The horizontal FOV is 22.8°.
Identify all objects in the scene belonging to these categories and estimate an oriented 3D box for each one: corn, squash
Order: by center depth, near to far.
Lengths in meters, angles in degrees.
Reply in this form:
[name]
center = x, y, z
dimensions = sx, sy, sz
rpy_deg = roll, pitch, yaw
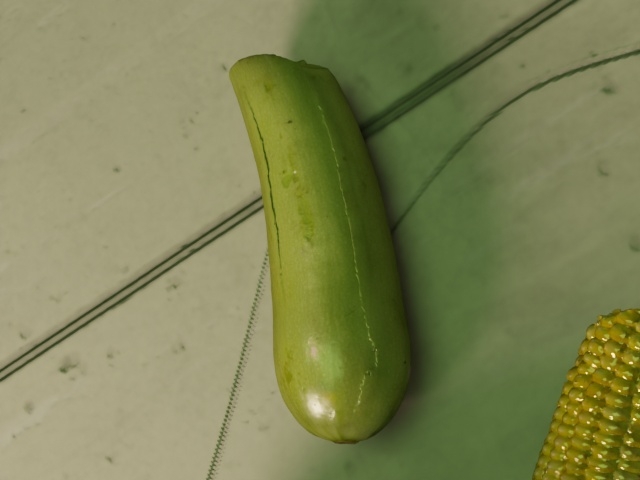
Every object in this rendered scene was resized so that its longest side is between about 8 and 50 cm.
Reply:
[corn]
center = 0.145, 0.157, 0.843
dimensions = 0.081, 0.081, 0.249
rpy_deg = 16, 88, 29
[squash]
center = 0.000, 0.000, 0.952
dimensions = 0.083, 0.083, 0.250
rpy_deg = -19, 69, 23
